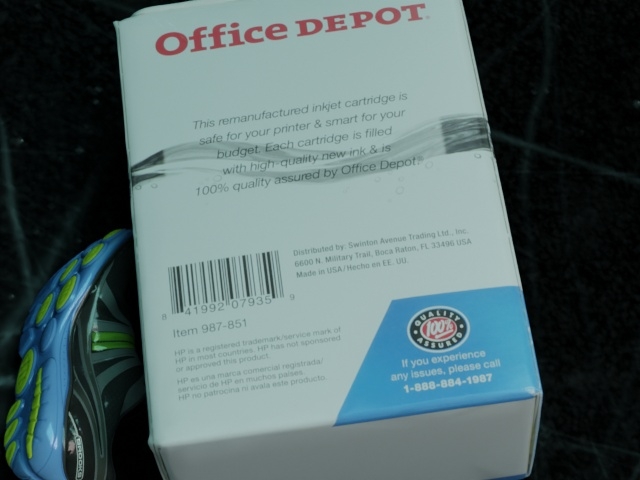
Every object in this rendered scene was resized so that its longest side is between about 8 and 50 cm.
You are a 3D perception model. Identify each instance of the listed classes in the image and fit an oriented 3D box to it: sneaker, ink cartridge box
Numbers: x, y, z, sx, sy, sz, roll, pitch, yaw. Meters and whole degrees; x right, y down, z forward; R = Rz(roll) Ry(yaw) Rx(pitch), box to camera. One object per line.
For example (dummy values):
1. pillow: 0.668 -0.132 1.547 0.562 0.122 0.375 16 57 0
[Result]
1. sneaker: -0.141 0.075 1.127 0.078 0.067 0.188 32 46 -29
2. ink cartridge box: 0.000 0.000 1.145 0.223 0.129 0.307 -8 60 0
